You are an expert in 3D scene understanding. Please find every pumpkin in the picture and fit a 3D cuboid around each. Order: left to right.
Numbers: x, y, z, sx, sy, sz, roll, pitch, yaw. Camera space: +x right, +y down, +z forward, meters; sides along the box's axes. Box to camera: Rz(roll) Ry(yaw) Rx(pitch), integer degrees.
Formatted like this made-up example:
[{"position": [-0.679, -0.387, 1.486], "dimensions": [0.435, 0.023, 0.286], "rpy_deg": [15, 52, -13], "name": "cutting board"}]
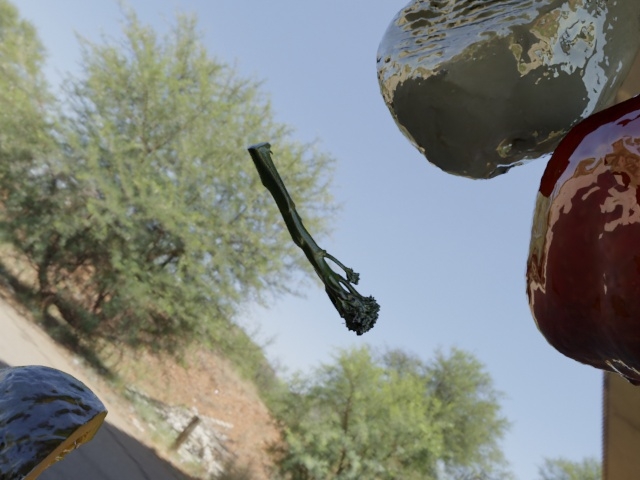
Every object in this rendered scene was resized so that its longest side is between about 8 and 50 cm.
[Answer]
[{"position": [-0.378, 0.215, 0.787], "dimensions": [0.163, 0.111, 0.278], "rpy_deg": [41, 16, 1], "name": "pumpkin"}]

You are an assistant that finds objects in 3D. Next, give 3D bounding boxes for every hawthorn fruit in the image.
[{"position": [0.325, -0.029, 0.562], "dimensions": [0.287, 0.329, 0.287], "rpy_deg": [4, -6, 0], "name": "hawthorn fruit"}]

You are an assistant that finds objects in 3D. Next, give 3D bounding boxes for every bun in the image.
[{"position": [0.239, -0.236, 0.790], "dimensions": [0.326, 0.361, 0.234], "rpy_deg": [-27, -58, 33], "name": "bun"}]

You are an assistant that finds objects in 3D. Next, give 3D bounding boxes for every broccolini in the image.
[{"position": [-0.001, -0.002, 1.081], "dimensions": [0.079, 0.074, 0.392], "rpy_deg": [13, -45, 58], "name": "broccolini"}]
